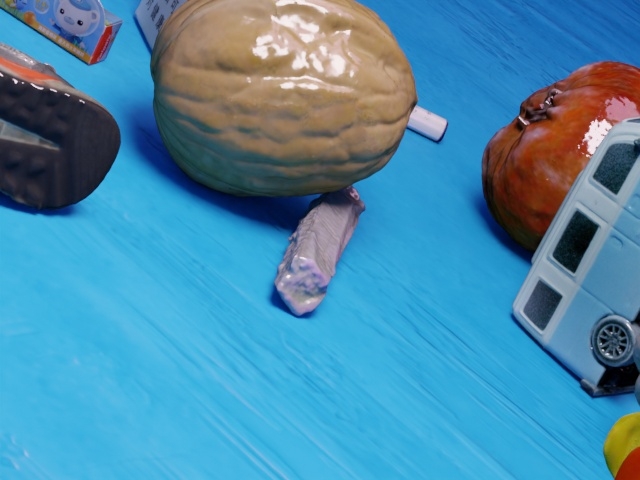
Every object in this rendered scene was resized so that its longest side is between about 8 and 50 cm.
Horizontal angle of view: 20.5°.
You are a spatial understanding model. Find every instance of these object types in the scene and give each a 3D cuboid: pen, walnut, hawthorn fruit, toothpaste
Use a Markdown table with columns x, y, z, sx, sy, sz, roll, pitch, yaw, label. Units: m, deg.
| x | y | z | sx | sy | sz | roll | pitch | yaw | label |
| --- | --- | --- | --- | --- | --- | --- | --- | --- | --- |
| 0.033 | -0.189 | 2.136 | 0.269 | 0.033 | 0.033 | 25 | 22 | -11 | pen |
| -0.034 | -0.145 | 1.696 | 0.261 | 0.225 | 0.225 | 7 | 26 | -9 | walnut |
| 0.322 | -0.056 | 1.975 | 0.272 | 0.242 | 0.242 | 46 | 17 | -16 | hawthorn fruit |
| -0.296 | -0.265 | 1.845 | 0.193 | 0.070 | 0.044 | 33 | 24 | 9 | toothpaste |

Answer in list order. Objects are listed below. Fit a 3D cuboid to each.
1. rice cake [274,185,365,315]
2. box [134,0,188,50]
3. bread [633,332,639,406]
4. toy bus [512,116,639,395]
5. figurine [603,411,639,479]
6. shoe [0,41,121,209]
| x | y | z | sx | sy | sz | roll | pitch | yaw | label |
| --- | --- | --- | --- | --- | --- | --- | --- | --- | --- |
| 0.001 | -0.001 | 1.662 | 0.055 | 0.049 | 0.270 | 41 | 20 | -7 | rice cake |
| -0.072 | -0.323 | 1.897 | 0.095 | 0.330 | 0.210 | 17 | 25 | -28 | box |
| 0.427 | 0.147 | 1.661 | 0.337 | 0.183 | 0.102 | 9 | 49 | -24 | bread |
| 0.313 | 0.002 | 1.751 | 0.165 | 0.271 | 0.133 | 39 | 23 | 32 | toy bus |
| 0.294 | 0.243 | 1.357 | 0.193 | 0.154 | 0.421 | 29 | 23 | -15 | figurine |
| -0.336 | -0.138 | 1.458 | 0.336 | 0.132 | 0.171 | 16 | 20 | -35 | shoe |
